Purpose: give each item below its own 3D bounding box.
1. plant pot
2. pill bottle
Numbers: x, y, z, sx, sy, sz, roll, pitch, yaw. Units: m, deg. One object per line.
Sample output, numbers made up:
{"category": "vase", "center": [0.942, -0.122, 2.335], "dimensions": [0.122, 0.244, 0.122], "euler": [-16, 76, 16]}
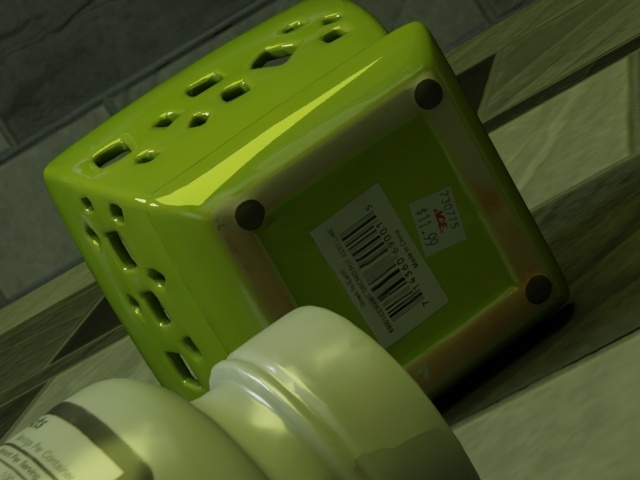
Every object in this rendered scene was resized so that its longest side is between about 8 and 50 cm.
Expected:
{"category": "plant pot", "center": [0.000, 0.000, 1.162], "dimensions": [0.227, 0.228, 0.207], "euler": [-34, 17, -15]}
{"category": "pill bottle", "center": [-0.092, 0.164, 0.737], "dimensions": [0.318, 0.176, 0.176], "euler": [-35, 10, -19]}
